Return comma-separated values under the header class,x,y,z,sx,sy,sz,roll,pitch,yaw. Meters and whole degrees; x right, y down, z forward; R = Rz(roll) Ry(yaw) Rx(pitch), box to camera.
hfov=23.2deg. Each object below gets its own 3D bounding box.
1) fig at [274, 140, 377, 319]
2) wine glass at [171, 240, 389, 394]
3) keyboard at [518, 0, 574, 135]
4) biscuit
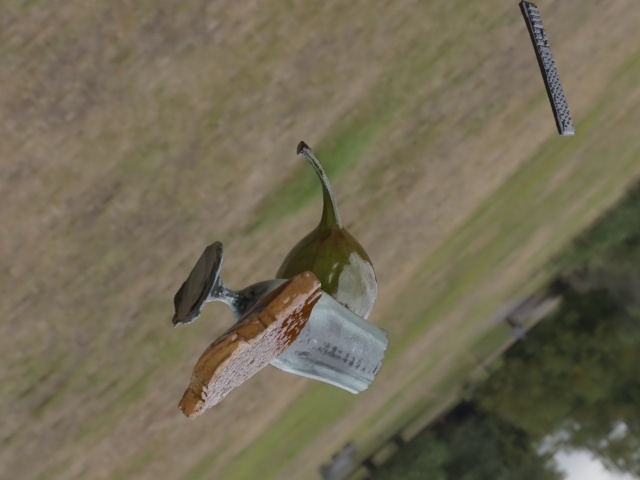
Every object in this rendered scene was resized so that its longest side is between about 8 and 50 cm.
class,x,y,z,sx,sy,sz,roll,pitch,yaw
fig,0.000,0.000,1.818,0.124,0.236,0.124,-4,-175,0
wine glass,-0.041,0.090,1.676,0.103,0.222,0.103,-53,-160,30
keyboard,0.248,-0.188,1.705,0.010,0.155,0.053,-18,177,24
biscuit,-0.061,0.094,1.467,0.183,0.043,0.280,-43,176,9
